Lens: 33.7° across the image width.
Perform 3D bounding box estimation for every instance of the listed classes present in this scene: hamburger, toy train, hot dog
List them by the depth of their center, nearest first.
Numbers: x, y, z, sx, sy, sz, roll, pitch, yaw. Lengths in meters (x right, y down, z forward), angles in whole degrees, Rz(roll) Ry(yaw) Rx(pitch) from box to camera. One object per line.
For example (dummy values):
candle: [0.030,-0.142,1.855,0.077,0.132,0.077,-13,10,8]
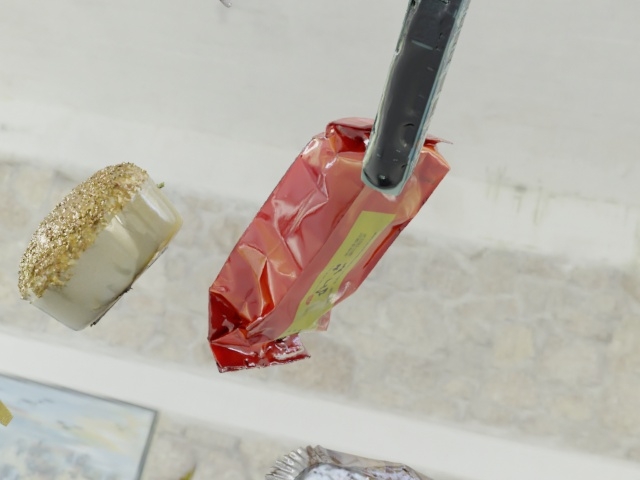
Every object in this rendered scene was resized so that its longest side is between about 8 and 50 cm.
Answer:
toy train: [0.076,-0.128,0.854,0.043,0.047,0.207,25,-53,13]
hot dog: [0.049,0.289,1.095,0.252,0.131,0.069,25,-24,-24]
hamburger: [-0.352,0.004,1.656,0.179,0.276,0.294,43,8,-7]

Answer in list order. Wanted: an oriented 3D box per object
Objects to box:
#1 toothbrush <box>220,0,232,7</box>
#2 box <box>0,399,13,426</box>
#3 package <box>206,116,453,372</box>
toothbrush: [-0.210,-0.443,1.515,0.029,0.025,0.307,-21,-42,21]
box: [-0.483,0.209,1.468,0.087,0.023,0.155,26,-24,11]
package: [0.001,0.000,1.449,0.196,0.123,0.423,-1,-48,-50]
